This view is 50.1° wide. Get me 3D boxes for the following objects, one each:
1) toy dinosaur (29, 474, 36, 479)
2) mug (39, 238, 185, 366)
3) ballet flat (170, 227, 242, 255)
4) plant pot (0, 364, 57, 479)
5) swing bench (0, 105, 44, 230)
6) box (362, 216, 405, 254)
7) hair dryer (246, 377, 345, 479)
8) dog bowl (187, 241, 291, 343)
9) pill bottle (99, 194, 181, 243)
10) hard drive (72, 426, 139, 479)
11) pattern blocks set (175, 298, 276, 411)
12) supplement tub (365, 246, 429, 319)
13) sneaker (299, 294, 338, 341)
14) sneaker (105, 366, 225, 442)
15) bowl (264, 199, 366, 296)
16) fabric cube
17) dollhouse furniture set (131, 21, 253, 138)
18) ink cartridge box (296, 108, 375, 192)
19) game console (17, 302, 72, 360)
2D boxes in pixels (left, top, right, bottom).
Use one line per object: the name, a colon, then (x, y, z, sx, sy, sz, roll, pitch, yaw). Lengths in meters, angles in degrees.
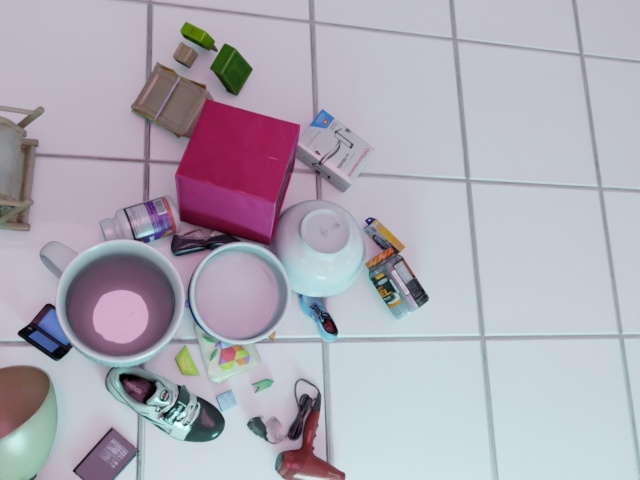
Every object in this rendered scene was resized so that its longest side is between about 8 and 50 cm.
toy dinosaur: (-0.666, 0.670, 1.571, 0.322, 0.164, 0.218, -26, 101, -42)
mug: (-0.516, 0.137, 1.645, 0.374, 0.328, 0.276, 39, 69, -4)
ballet flat: (-0.310, -0.002, 1.881, 0.203, 0.074, 0.074, -5, 78, -15)
plant pot: (-0.724, 0.449, 1.562, 0.284, 0.284, 0.191, -22, 119, -20)
swing bench: (-0.782, -0.179, 1.679, 0.165, 0.254, 0.253, 6, 74, -24)
box: (0.181, -0.011, 2.020, 0.136, 0.081, 0.028, 42, 70, -2)
hair dryer: (-0.033, 0.536, 1.820, 0.223, 0.080, 0.293, -33, 88, -22)
dog bowl: (-0.217, 0.141, 1.811, 0.264, 0.104, 0.265, 2, 81, -16)
pill bottle: (-0.479, -0.044, 1.819, 0.193, 0.108, 0.108, -19, 82, -19)
hard drive: (-0.531, 0.547, 1.700, 0.094, 0.022, 0.135, 42, 69, -3)
pattern blocks set: (-0.252, 0.277, 1.849, 0.285, 0.026, 0.325, -31, 87, -21)
supplement tub: (0.218, 0.122, 1.978, 0.117, 0.117, 0.190, -32, 86, -21)
sneaker: (0.003, 0.206, 1.917, 0.063, 0.073, 0.162, -35, 85, -21)
sneaker: (-0.387, 0.413, 1.715, 0.330, 0.146, 0.122, 28, 69, -10)
bowl: (0.000, 0.000, 1.912, 0.297, 0.134, 0.298, 5, 67, -12)
fabric cube: (-0.216, -0.176, 1.816, 0.258, 0.254, 0.259, 15, 64, 1)
dollhouse furniture set: (-0.370, -0.438, 1.975, 0.197, 0.151, 0.302, 30, 87, 14)
ink cartridge box: (0.039, -0.266, 2.039, 0.203, 0.086, 0.148, 36, 69, -5)
game console: (-0.672, 0.229, 1.716, 0.122, 0.107, 0.071, 36, 98, -5)
